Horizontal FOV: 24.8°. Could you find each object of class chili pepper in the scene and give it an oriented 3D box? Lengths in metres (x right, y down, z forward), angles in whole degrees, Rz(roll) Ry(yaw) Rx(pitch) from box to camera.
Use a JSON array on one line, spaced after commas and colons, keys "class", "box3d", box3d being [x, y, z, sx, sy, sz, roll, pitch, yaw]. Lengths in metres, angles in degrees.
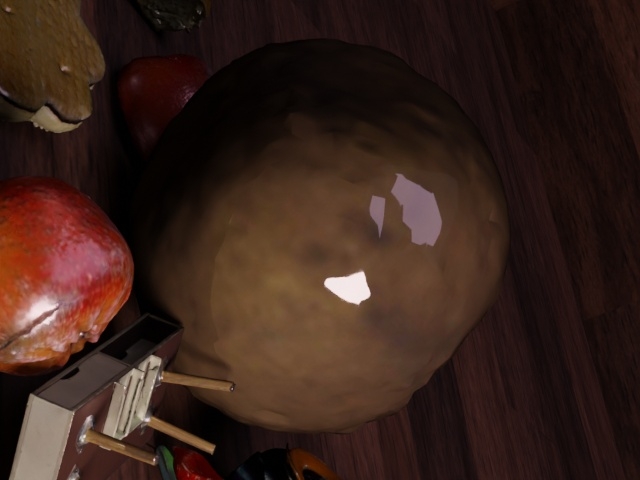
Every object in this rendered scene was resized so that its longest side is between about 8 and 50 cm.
[{"class": "chili pepper", "box3d": [-0.092, 0.251, 1.374, 0.059, 0.050, 0.191, 16, 21, -42]}]

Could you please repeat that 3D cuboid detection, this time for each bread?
[{"class": "bread", "box3d": [-0.191, -0.383, 1.905, 0.087, 0.098, 0.269, 108, -15, -46]}, {"class": "bread", "box3d": [-0.301, -0.215, 1.483, 0.207, 0.056, 0.286, 41, 32, -45]}]

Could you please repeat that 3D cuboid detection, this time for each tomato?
[{"class": "tomato", "box3d": [-0.155, -0.147, 1.720, 0.173, 0.099, 0.189, 68, 18, 9]}]

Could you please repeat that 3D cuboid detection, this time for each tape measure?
[{"class": "tape measure", "box3d": [-0.018, 0.311, 1.485, 0.202, 0.135, 0.223, 48, 10, 26]}]

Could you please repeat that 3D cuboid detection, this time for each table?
[{"class": "table", "box3d": [-0.164, 0.166, 1.266, 0.240, 0.111, 0.122, -40, 149, -69]}]

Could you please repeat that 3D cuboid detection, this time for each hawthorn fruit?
[{"class": "hawthorn fruit", "box3d": [-0.248, 0.024, 1.212, 0.173, 0.173, 0.173, 52, 25, -36]}]

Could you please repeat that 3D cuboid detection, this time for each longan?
[{"class": "longan", "box3d": [-0.002, 0.005, 1.511, 0.404, 0.404, 0.436, 54, 9, -32]}]

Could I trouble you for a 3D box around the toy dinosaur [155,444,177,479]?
[{"class": "toy dinosaur", "box3d": [-0.179, 0.323, 1.180, 0.374, 0.144, 0.500, 42, 17, -48]}]
